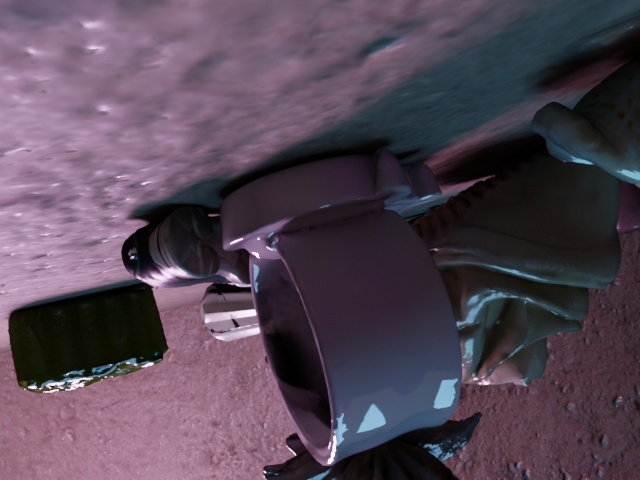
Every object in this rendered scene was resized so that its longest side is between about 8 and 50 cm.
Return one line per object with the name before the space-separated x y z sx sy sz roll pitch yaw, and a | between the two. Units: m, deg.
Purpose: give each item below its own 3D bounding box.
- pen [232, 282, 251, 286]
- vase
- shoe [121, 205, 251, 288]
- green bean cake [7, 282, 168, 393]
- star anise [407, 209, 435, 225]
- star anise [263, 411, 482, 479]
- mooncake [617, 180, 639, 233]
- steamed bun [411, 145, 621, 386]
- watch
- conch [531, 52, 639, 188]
pen | -0.097 0.082 1.154 0.218 0.026 0.026 2 167 -33
vase | -0.135 0.156 1.354 0.360 0.165 0.165 -11 179 41
shoe | -0.127 0.014 0.525 0.099 0.071 0.169 -13 172 16
green bean cake | -0.431 0.188 1.048 0.249 0.157 0.247 -12 173 -30
star anise | 0.250 -0.015 1.124 0.219 0.099 0.214 -12 165 -24
star anise | 0.053 0.197 0.501 0.182 0.065 0.195 2 -162 23
mooncake | 0.581 -0.094 0.989 0.244 0.134 0.245 -15 175 -1
steamed bun | 0.212 0.045 0.681 0.324 0.220 0.309 -32 180 -21
watch | 0.027 0.056 0.498 0.196 0.232 0.244 -16 173 -18
conch | 0.246 -0.069 0.335 0.131 0.200 0.172 -61 167 25
